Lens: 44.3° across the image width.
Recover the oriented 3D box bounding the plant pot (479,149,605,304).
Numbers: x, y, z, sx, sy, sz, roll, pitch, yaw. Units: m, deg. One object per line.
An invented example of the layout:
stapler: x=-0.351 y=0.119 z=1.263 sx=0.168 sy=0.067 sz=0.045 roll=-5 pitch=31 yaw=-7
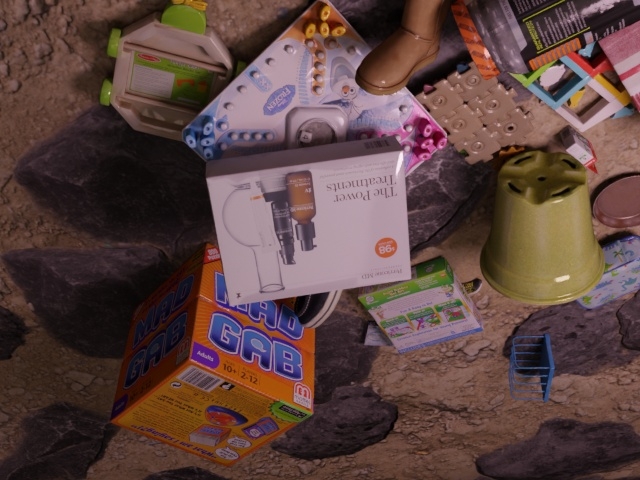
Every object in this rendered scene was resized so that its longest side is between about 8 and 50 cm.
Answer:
plant pot: x=0.481 y=-0.046 z=1.706 sx=0.276 sy=0.276 sz=0.253 roll=-6 pitch=131 yaw=7

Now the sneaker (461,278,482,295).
sneaker: x=0.384 y=0.125 z=2.047 sx=0.035 sy=0.031 sz=0.083 roll=29 pitch=130 yaw=-26

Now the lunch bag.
lunch bag: x=0.717 y=0.082 z=1.946 sx=0.219 sy=0.090 sz=0.176 roll=-30 pitch=140 yaw=27

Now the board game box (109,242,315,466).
board game box: x=-0.262 y=0.300 z=2.000 sx=0.357 sy=0.356 sz=0.356 roll=30 pitch=129 yaw=-28

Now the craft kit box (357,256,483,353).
craft kit box: x=0.263 y=0.176 z=2.061 sx=0.250 sy=0.061 sz=0.246 roll=-20 pitch=129 yaw=24

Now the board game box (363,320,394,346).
board game box: x=0.172 y=0.262 z=2.200 sx=0.090 sy=0.020 sz=0.090 roll=4 pitch=135 yaw=-4

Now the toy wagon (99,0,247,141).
toy wagon: x=-0.281 y=-0.342 z=1.537 sx=0.267 sy=0.068 sz=0.344 roll=12 pitch=134 yaw=-13

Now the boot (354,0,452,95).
boot: x=0.163 y=-0.412 z=1.377 sx=0.089 sy=0.236 sz=0.269 roll=33 pitch=141 yaw=17

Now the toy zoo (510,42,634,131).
toy zoo: x=0.527 y=-0.333 z=1.555 sx=0.293 sy=0.030 sz=0.192 roll=29 pitch=125 yaw=-27

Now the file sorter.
file sorter: x=0.596 y=0.363 z=2.235 sx=0.105 sy=0.118 sz=0.170 roll=-1 pitch=136 yaw=6

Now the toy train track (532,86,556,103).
toy train track: x=0.461 y=-0.311 z=1.602 sx=0.048 sy=0.014 sz=0.083 roll=0 pitch=136 yaw=0

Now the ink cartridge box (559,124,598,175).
ink cartridge box: x=0.566 y=-0.193 z=1.689 sx=0.115 sy=0.062 sz=0.029 roll=29 pitch=129 yaw=-27

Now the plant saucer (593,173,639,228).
plant saucer: x=0.714 y=-0.095 z=1.817 sx=0.169 sy=0.029 sz=0.168 roll=1 pitch=137 yaw=1

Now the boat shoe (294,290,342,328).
boat shoe: x=0.000 y=0.000 z=1.817 sx=0.156 sy=0.186 sz=0.500 roll=11 pitch=129 yaw=-8

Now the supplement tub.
supplement tub: x=0.400 y=-0.414 z=1.357 sx=0.316 sy=0.193 sz=0.193 roll=-23 pitch=132 yaw=19

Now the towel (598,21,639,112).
towel: x=0.700 y=-0.300 z=1.454 sx=0.237 sy=0.037 sz=0.329 roll=-29 pitch=102 yaw=26

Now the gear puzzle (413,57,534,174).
gear puzzle: x=0.349 y=-0.250 z=1.653 sx=0.176 sy=0.044 sz=0.339 roll=-29 pitch=132 yaw=25

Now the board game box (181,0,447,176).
board game box: x=-0.006 y=-0.202 z=1.559 sx=0.390 sy=0.050 sz=0.390 roll=-41 pitch=113 yaw=12

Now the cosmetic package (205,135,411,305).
cosmetic package: x=-0.019 y=-0.037 z=1.558 sx=0.378 sy=0.097 sz=0.284 roll=-9 pitch=118 yaw=-3
